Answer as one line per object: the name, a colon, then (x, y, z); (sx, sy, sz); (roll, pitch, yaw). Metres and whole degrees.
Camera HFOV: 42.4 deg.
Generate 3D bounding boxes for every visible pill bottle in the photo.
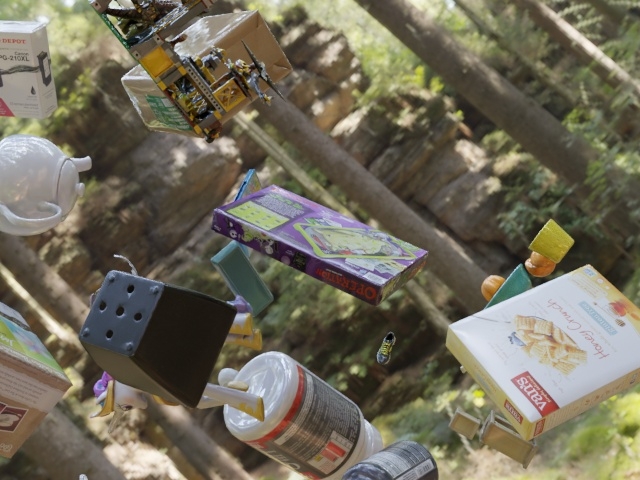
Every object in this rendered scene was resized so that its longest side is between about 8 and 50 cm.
pill bottle: (0.122, 0.484, 1.612); (0.130, 0.130, 0.246); (-51, -23, 27)
pill bottle: (-0.028, 0.423, 1.883); (0.210, 0.363, 0.210); (-30, 39, 27)

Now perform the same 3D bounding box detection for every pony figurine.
pony figurine: (-0.304, 0.213, 1.631); (0.364, 0.350, 0.303); (-5, 15, 5)

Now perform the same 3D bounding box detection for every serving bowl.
serving bowl: (-0.216, 0.352, 2.018); (0.027, 0.083, 0.083); (-55, 0, -44)

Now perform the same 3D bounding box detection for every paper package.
paper package: (-0.282, -0.400, 1.987); (0.309, 0.168, 0.325); (-42, 29, -19)

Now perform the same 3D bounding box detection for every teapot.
teapot: (-0.641, -0.121, 1.901); (0.252, 0.187, 0.256); (102, 174, -74)

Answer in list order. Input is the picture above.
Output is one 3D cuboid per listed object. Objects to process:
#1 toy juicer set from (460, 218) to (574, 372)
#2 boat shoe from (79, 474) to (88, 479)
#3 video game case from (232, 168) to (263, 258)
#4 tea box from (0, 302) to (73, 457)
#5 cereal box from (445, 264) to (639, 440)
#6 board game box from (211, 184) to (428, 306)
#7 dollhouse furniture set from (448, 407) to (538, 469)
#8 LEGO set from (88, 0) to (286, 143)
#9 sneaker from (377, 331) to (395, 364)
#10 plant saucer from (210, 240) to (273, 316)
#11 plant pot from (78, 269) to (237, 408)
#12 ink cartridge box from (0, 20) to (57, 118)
toy juicer set: (0.350, 0.111, 1.592); (0.329, 0.089, 0.209); (-52, -14, -4)
boat shoe: (-0.510, 0.560, 1.832); (0.035, 0.100, 0.035); (-18, -46, -15)
video game case: (-0.154, -0.056, 1.771); (0.166, 0.015, 0.119); (-69, -30, -44)
tea box: (-0.770, 0.250, 1.760); (0.220, 0.323, 0.329); (-50, -39, -4)
cereal box: (0.307, 0.135, 1.059); (0.240, 0.173, 0.047); (-21, -43, -21)
board game box: (0.000, 0.000, 1.501); (0.208, 0.347, 0.056); (-33, -38, -53)
dollhouse furniture set: (0.396, 0.365, 1.775); (0.161, 0.182, 0.101); (-64, -9, 10)
LEGO set: (-0.186, -0.326, 1.191); (0.192, 0.331, 0.255); (-36, 26, 2)
sneaker: (0.154, 0.253, 1.953); (0.035, 0.031, 0.083); (82, -155, -58)
plant saucer: (-0.152, 0.081, 1.661); (0.067, 0.018, 0.192); (-41, -46, -13)
plant pot: (-0.283, 0.148, 1.370); (0.167, 0.188, 0.187); (46, -119, -55)
ink cartridge box: (-0.816, -0.456, 2.203); (0.100, 0.172, 0.237); (-73, -15, -61)
